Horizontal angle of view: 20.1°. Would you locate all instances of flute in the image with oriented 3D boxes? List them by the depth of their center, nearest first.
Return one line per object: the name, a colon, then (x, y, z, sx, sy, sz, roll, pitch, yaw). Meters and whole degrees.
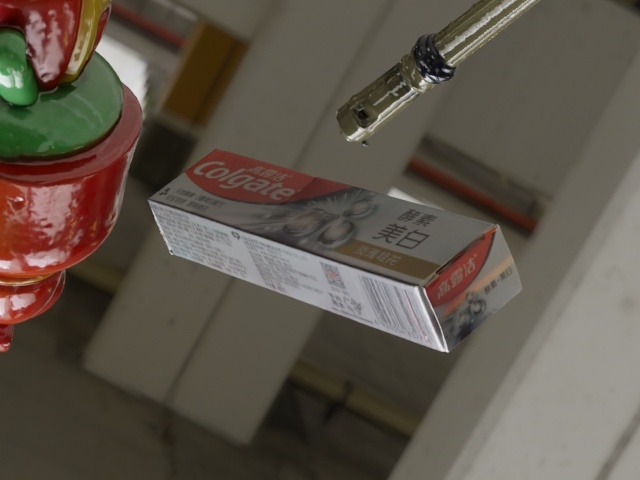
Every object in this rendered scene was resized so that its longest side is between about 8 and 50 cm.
flute: (0.081, -0.107, 0.848, 0.027, 0.233, 0.027, 20, -126, -30)

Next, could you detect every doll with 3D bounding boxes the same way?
doll: (-0.217, -0.067, 1.323, 0.160, 0.363, 0.182, 7, -147, -13)

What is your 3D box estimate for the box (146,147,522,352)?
box: (0.000, 0.000, 0.866, 0.218, 0.055, 0.039, 19, 139, 50)
